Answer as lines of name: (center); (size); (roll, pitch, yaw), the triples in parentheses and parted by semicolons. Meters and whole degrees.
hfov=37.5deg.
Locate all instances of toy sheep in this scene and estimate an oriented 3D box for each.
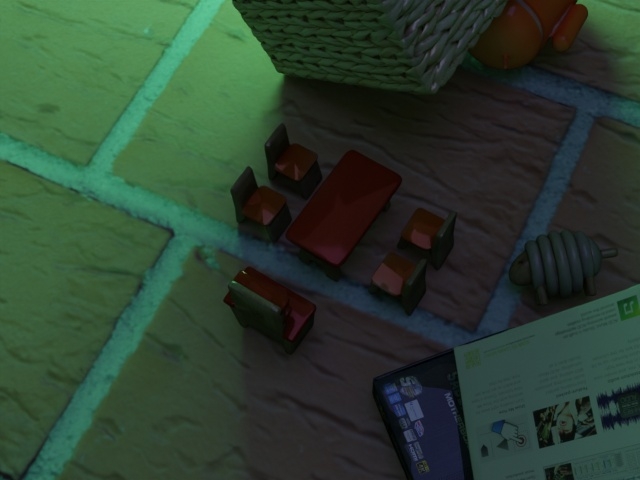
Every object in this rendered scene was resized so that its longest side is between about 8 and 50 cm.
toy sheep: (0.293, 0.029, 1.143); (0.132, 0.091, 0.091); (-11, 63, 3)

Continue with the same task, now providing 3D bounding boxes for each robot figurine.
robot figurine: (0.272, -0.325, 1.300); (0.158, 0.128, 0.219); (44, 69, -16)

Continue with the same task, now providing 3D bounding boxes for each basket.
basket: (0.071, -0.392, 1.200); (0.331, 0.266, 0.328); (17, 61, 47)

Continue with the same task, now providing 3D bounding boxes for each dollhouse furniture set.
dollhouse furniture set: (0.000, 0.000, 1.144); (0.262, 0.135, 0.259); (29, 68, 16)

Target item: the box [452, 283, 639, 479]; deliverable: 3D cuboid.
box: (0.259, 0.227, 0.924); (0.232, 0.058, 0.321); (-25, 57, 35)

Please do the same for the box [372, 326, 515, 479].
box: (0.183, 0.234, 1.058); (0.184, 0.059, 0.232); (-18, 64, -7)
